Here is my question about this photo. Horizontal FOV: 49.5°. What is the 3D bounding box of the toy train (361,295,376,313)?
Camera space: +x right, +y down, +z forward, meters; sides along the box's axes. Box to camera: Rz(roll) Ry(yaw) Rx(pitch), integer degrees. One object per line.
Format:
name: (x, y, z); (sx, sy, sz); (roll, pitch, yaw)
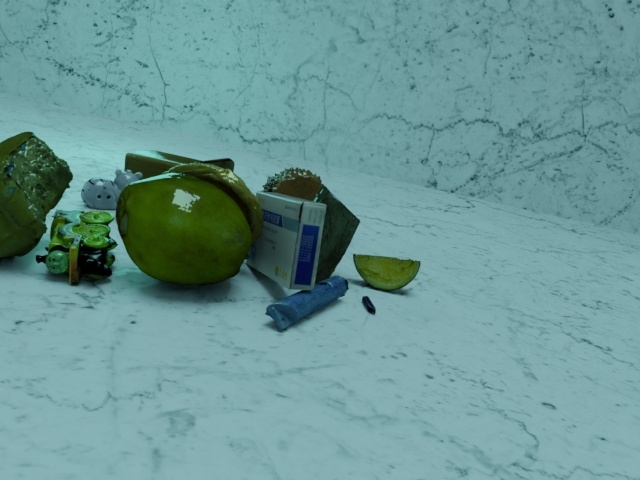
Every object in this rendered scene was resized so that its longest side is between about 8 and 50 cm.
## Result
toy train: (0.119, 0.159, 1.705); (0.017, 0.017, 0.083); (6, 16, -13)

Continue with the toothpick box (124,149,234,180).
toothpick box: (-0.458, -0.189, 2.204); (0.308, 0.190, 0.187); (15, 17, 25)

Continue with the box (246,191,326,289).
box: (-0.092, -0.009, 1.686); (0.065, 0.200, 0.343); (7, 6, -23)

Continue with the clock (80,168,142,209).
clock: (-0.621, -0.156, 2.065); (0.176, 0.117, 0.080); (0, 19, -35)

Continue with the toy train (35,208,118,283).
toy train: (-0.550, 0.009, 1.582); (0.160, 0.100, 0.296); (0, 19, -14)

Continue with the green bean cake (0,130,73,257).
green bean cake: (-0.683, -0.088, 1.543); (0.285, 0.202, 0.310); (-35, 32, -12)

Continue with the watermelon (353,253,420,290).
watermelon: (0.175, 0.086, 1.879); (0.181, 0.092, 0.075); (4, 2, 1)

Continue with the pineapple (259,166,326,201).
pineapple: (-0.112, -0.138, 2.265); (0.222, 0.223, 0.357); (6, 8, -20)

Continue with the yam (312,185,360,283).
yam: (0.000, 0.000, 1.828); (0.154, 0.254, 0.154); (32, 5, -3)

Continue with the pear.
pear: (-0.309, -0.020, 1.571); (0.321, 0.269, 0.269); (25, 12, -17)

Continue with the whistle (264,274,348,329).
whistle: (-0.025, 0.138, 1.590); (0.062, 0.062, 0.304); (19, 17, 24)

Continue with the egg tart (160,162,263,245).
egg tart: (-0.276, -0.082, 1.742); (0.290, 0.290, 0.115); (15, 35, 8)
